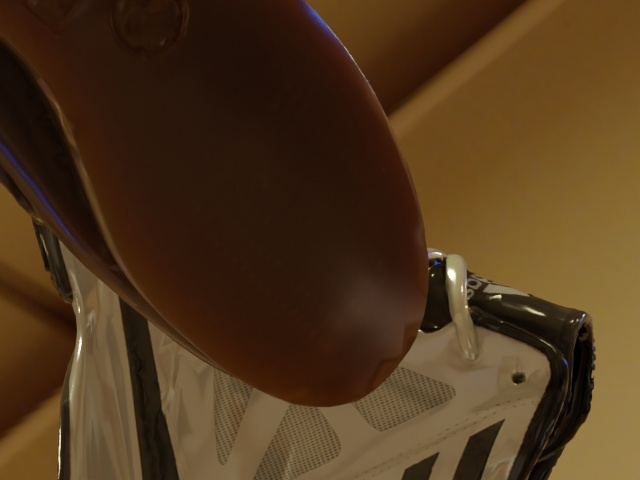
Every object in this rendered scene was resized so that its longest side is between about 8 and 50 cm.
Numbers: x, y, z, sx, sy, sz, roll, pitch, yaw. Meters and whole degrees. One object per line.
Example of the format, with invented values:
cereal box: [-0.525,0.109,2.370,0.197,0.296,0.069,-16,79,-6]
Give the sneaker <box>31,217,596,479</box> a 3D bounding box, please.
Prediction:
sneaker: [0.000,0.001,0.900,0.257,0.448,0.169,-8,-7,12]

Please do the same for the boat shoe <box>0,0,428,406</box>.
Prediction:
boat shoe: [-0.053,-0.046,0.396,0.073,0.073,0.207,-48,-60,-19]
